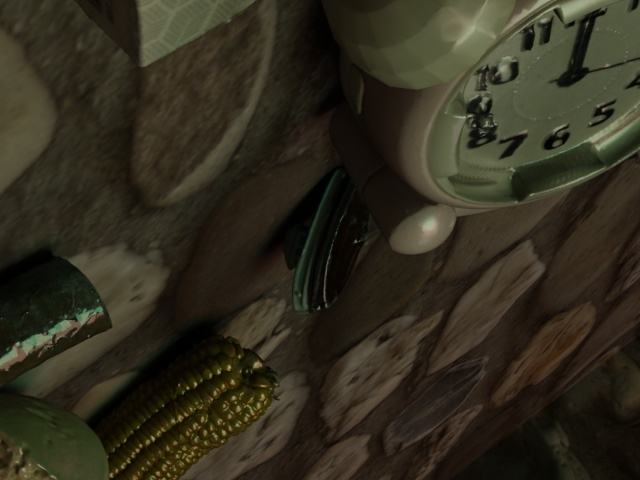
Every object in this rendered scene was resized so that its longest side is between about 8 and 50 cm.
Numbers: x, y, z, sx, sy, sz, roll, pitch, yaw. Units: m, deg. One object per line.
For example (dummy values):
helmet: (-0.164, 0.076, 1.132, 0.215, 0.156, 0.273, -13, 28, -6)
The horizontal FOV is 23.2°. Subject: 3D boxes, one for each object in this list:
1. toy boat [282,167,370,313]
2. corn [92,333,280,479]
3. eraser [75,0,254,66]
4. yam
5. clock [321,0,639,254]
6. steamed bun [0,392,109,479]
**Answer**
toy boat: (0.000, 0.000, 1.400, 0.059, 0.066, 0.140, 10, 99, -52)
corn: (-0.168, 0.198, 1.463, 0.291, 0.101, 0.101, -41, 161, 9)
eraser: (-0.079, -0.239, 0.692, 0.096, 0.098, 0.404, -35, 160, -20)
yam: (-0.235, 0.071, 1.109, 0.169, 0.068, 0.068, -29, 157, -28)
clock: (0.161, -0.162, 1.139, 0.342, 0.184, 0.326, -25, 156, -14)
steamed bun: (-0.272, 0.229, 1.226, 0.200, 0.170, 0.225, -5, 139, -51)
